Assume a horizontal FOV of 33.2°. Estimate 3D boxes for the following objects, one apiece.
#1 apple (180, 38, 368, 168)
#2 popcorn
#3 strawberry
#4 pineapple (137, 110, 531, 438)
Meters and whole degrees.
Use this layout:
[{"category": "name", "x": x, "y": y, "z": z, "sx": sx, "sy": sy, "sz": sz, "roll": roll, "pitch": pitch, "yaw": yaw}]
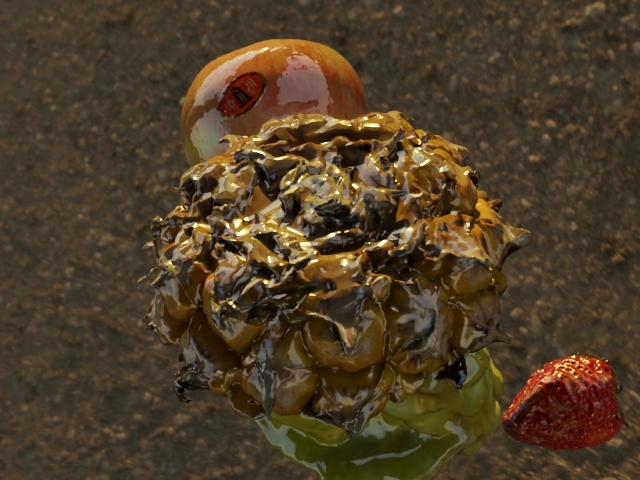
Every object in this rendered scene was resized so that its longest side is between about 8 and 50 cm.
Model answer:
[{"category": "apple", "x": -0.050, "y": -0.127, "z": 1.176, "sx": 0.209, "sy": 0.209, "sz": 0.164, "roll": -15, "pitch": 81, "yaw": 21}, {"category": "popcorn", "x": 0.033, "y": 0.076, "z": 0.725, "sx": 0.197, "sy": 0.198, "sz": 0.156, "roll": 9, "pitch": 46, "yaw": 29}, {"category": "strawberry", "x": 0.312, "y": 0.211, "z": 1.356, "sx": 0.148, "sy": 0.131, "sz": 0.131, "roll": -28, "pitch": 51, "yaw": -31}, {"category": "pineapple", "x": 0.000, "y": 0.000, "z": 0.561, "sx": 0.224, "sy": 0.076, "sz": 0.225, "roll": -9, "pitch": 46, "yaw": 9}]
